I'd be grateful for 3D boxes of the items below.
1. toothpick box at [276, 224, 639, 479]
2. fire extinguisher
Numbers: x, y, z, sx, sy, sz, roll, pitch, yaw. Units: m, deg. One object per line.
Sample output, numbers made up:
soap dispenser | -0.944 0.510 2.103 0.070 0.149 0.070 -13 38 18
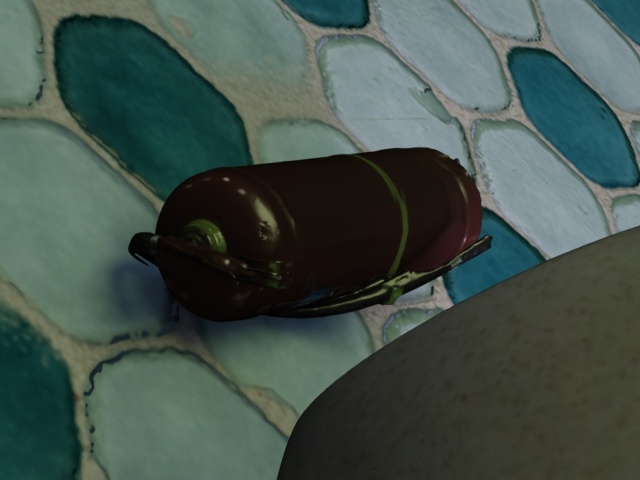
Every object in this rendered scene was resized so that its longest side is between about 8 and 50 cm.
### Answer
toothpick box | 0.192 0.231 0.898 0.409 0.409 0.425 -3 63 -52
fire extinguisher | 0.000 0.000 1.175 0.341 0.141 0.105 -12 107 -59
